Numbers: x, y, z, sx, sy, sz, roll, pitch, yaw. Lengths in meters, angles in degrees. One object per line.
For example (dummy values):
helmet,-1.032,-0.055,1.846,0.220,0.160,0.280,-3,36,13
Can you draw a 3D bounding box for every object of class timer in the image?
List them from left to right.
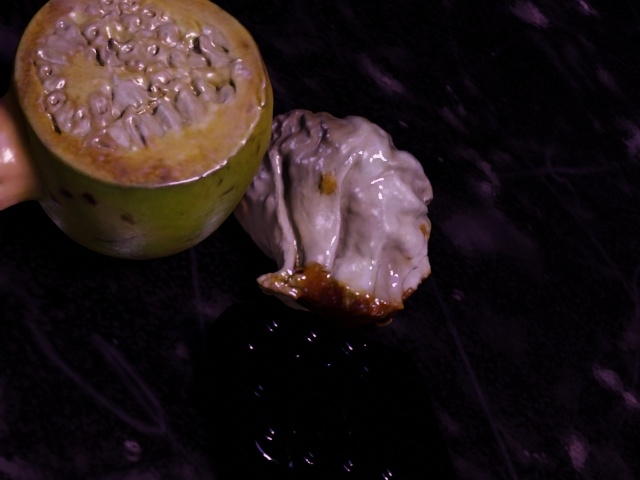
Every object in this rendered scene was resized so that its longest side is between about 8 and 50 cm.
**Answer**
timer,0.005,0.124,1.222,0.187,0.055,0.144,19,39,-35

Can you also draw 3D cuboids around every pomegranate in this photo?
pomegranate,-0.148,-0.057,1.211,0.190,0.159,0.241,37,59,13

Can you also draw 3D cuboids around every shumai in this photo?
shumai,-0.005,-0.001,1.330,0.184,0.184,0.142,33,63,-9
